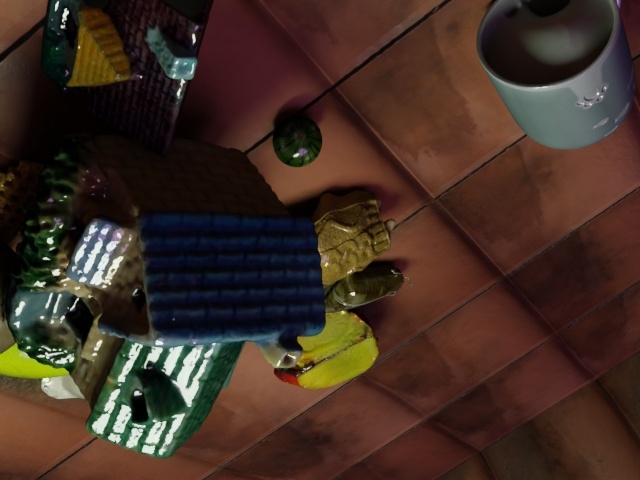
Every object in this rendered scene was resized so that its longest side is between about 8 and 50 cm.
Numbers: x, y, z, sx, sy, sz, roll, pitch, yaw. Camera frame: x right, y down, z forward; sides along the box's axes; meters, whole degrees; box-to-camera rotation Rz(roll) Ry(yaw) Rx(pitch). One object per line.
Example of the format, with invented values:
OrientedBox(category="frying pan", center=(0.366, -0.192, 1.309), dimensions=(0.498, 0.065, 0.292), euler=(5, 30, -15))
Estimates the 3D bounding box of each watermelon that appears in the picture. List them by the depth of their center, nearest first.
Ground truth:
OrientedBox(category="watermelon", center=(-0.047, -0.188, 1.783), dimensions=(0.109, 0.109, 0.109), euler=(-17, 143, -13))

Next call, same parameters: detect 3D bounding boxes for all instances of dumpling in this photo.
OrientedBox(category="dumpling", center=(-0.478, 0.243, 2.001), dimensions=(0.258, 0.147, 0.193), euler=(-15, 137, -43))

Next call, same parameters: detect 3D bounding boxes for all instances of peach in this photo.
OrientedBox(category="peach", center=(0.014, 0.281, 2.339), dimensions=(0.267, 0.159, 0.154), euler=(-30, 133, 2))

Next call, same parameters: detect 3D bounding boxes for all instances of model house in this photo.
OrientedBox(category="model house", center=(-0.278, -0.269, 1.409), dimensions=(0.230, 0.249, 0.280), euler=(-4, 138, -27))
OrientedBox(category="model house", center=(-0.253, 0.114, 1.506), dimensions=(0.395, 0.400, 0.445), euler=(1, 129, -46))

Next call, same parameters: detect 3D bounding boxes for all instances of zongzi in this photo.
OrientedBox(category="zongzi", center=(0.102, 0.129, 2.289), dimensions=(0.187, 0.084, 0.184), euler=(-5, 153, -33))

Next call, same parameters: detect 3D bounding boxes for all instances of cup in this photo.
OrientedBox(category="cup", center=(0.488, -0.370, 1.798), dimensions=(0.357, 0.259, 0.274), euler=(-58, 145, -10))

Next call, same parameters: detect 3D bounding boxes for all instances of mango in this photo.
OrientedBox(category="mango", center=(-0.553, 0.186, 1.840), dimensions=(0.293, 0.143, 0.175), euler=(2, 105, -5))

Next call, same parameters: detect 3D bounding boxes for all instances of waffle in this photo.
OrientedBox(category="waffle", center=(-0.517, -0.072, 1.680), dimensions=(0.191, 0.038, 0.191), euler=(-17, 144, -13))

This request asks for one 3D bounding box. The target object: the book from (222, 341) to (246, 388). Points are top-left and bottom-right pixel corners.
OrientedBox(category="book", center=(-0.281, 0.238, 2.131), dimensions=(0.264, 0.031, 0.379), euler=(-7, 138, -33))

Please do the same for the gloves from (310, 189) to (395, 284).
OrientedBox(category="gloves", center=(-0.001, 0.014, 2.007), dimensions=(0.356, 0.155, 0.203), euler=(-21, 148, -14))

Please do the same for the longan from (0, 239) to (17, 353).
OrientedBox(category="longan", center=(-0.630, 0.106, 1.664), dimensions=(0.246, 0.246, 0.215), euler=(-21, 171, -8))
